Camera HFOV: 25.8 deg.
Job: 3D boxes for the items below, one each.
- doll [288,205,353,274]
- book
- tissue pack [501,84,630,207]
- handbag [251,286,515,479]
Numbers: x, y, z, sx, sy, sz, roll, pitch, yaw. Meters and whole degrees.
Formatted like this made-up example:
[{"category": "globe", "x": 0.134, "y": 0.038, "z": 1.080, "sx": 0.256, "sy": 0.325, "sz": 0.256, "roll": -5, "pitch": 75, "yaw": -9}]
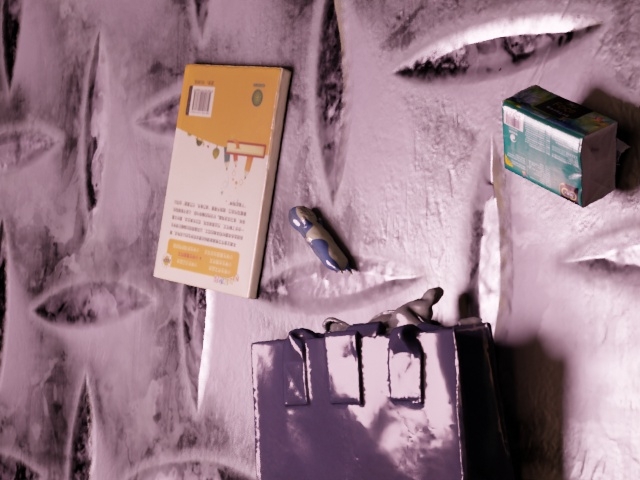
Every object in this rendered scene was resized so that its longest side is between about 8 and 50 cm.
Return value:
[{"category": "doll", "x": 0.000, "y": 0.000, "z": 1.670, "sx": 0.125, "sy": 0.037, "sz": 0.027, "roll": 50, "pitch": 119, "yaw": 36}, {"category": "book", "x": -0.133, "y": -0.083, "z": 1.833, "sx": 0.208, "sy": 0.020, "sz": 0.295, "roll": 11, "pitch": 92, "yaw": 47}, {"category": "tissue pack", "x": 0.247, "y": -0.099, "z": 1.403, "sx": 0.111, "sy": 0.079, "sz": 0.085, "roll": 32, "pitch": 139, "yaw": 44}, {"category": "handbag", "x": 0.062, "y": 0.190, "z": 1.524, "sx": 0.326, "sy": 0.118, "sz": 0.269, "roll": -7, "pitch": 87, "yaw": 45}]
